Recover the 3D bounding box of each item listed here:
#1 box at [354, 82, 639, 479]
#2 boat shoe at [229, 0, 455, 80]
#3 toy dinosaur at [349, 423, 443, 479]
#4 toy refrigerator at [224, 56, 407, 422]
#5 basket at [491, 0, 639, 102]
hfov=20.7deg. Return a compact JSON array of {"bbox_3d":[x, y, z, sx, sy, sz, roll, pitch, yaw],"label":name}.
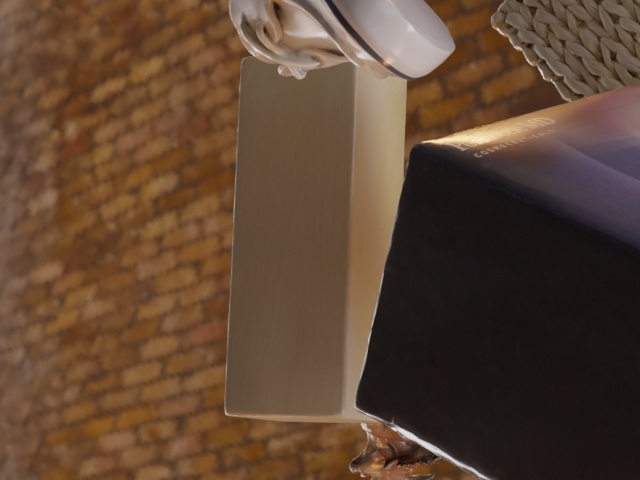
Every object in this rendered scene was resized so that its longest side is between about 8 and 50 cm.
[{"bbox_3d":[0.230,0.047,0.998,0.294,0.296,0.183,26,-63,33],"label":"box"},{"bbox_3d":[-0.009,-0.135,0.971,0.088,0.096,0.267,-48,-148,9],"label":"boat shoe"},{"bbox_3d":[0.119,0.175,1.822,0.295,0.200,0.127,-10,-134,56],"label":"toy dinosaur"},{"bbox_3d":[0.000,0.000,1.313,0.102,0.094,0.269,-3,-100,29],"label":"toy refrigerator"},{"bbox_3d":[0.415,-0.199,1.807,0.266,0.331,0.328,-51,-134,16],"label":"basket"}]
